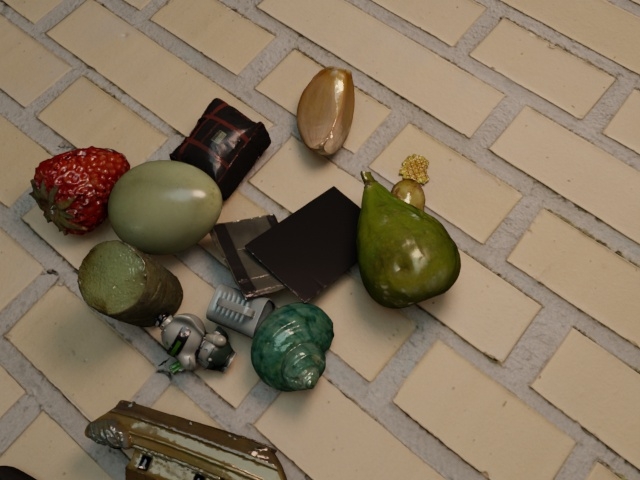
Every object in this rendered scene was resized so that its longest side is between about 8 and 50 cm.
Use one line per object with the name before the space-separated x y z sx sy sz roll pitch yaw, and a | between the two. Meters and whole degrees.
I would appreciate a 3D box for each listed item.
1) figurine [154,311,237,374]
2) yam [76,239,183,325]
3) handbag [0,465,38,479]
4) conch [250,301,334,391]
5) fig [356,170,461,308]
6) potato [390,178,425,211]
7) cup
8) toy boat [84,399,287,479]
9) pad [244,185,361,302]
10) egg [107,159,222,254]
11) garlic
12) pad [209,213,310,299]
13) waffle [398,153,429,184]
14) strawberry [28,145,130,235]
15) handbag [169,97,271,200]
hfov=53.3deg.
figurine | -0.279 0.221 1.390 0.192 0.147 0.126 34 52 -3
yam | -0.406 0.102 1.383 0.161 0.268 0.161 -1 76 5
handbag | -0.615 0.592 1.263 0.247 0.080 0.223 24 70 14
conch | -0.053 0.232 1.363 0.196 0.134 0.202 -21 66 -5
fig | 0.193 -0.003 1.402 0.233 0.233 0.314 3 71 5
potato | 0.207 -0.109 1.533 0.096 0.066 0.103 3 73 1
cup | -0.178 0.156 1.408 0.130 0.128 0.095 18 78 14
toy boat | -0.261 0.449 1.282 0.446 0.136 0.162 15 72 9
pad | 0.000 0.000 1.488 0.202 0.005 0.300 41 57 19
egg | -0.348 -0.079 1.453 0.296 0.218 0.218 -11 60 36
garlic | 0.016 -0.313 1.591 0.146 0.164 0.244 13 72 -10
pad | -0.140 0.031 1.466 0.174 0.022 0.233 -13 50 -27
waffle | 0.239 -0.178 1.596 0.078 0.016 0.085 15 67 9
strawberry | -0.566 -0.143 1.548 0.205 0.205 0.244 29 51 15
handbag | -0.248 -0.228 1.570 0.169 0.155 0.215 29 73 22
